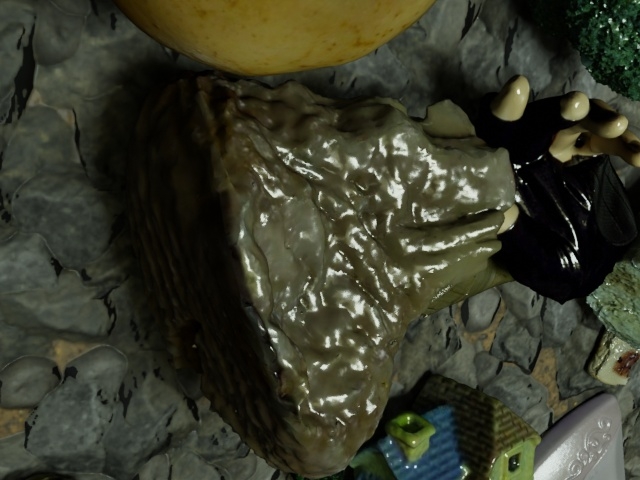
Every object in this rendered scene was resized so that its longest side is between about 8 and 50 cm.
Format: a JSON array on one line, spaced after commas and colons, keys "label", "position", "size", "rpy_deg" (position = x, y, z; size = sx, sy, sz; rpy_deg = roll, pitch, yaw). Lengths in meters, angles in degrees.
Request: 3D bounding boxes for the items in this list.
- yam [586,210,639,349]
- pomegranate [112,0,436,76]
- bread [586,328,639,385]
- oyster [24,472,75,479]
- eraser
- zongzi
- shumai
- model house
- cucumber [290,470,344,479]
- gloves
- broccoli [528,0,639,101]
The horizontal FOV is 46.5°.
[{"label": "yam", "position": [0.439, 0.004, 0.875], "size": [0.254, 0.154, 0.154], "rpy_deg": [-45, 123, -11]}, {"label": "pomegranate", "position": [-0.040, -0.252, 0.483], "size": [0.307, 0.307, 0.308], "rpy_deg": [-10, 114, -22]}, {"label": "bread", "position": [0.396, 0.151, 0.993], "size": [0.070, 0.035, 0.083], "rpy_deg": [18, 105, -29]}, {"label": "oyster", "position": [-0.243, 0.315, 0.656], "size": [0.222, 0.214, 0.083], "rpy_deg": [-29, 153, -21]}, {"label": "eraser", "position": [0.328, 0.349, 1.024], "size": [0.243, 0.059, 0.204], "rpy_deg": [-26, 120, -19]}, {"label": "zongzi", "position": [0.121, 0.055, 0.801], "size": [0.160, 0.078, 0.176], "rpy_deg": [-47, 131, 6]}, {"label": "shumai", "position": [0.002, -0.001, 0.646], "size": [0.283, 0.217, 0.346], "rpy_deg": [-29, 97, -30]}, {"label": "model house", "position": [0.137, 0.267, 0.818], "size": [0.214, 0.195, 0.189], "rpy_deg": [-13, 109, -34]}, {"label": "cucumber", "position": [-0.008, 0.171, 0.782], "size": [0.077, 0.077, 0.266], "rpy_deg": [-8, 118, -23]}, {"label": "gloves", "position": [0.229, -0.052, 0.751], "size": [0.197, 0.152, 0.301], "rpy_deg": [-49, 149, -15]}, {"label": "broccoli", "position": [0.314, -0.282, 0.690], "size": [0.269, 0.269, 0.254], "rpy_deg": [22, 143, -31]}]
